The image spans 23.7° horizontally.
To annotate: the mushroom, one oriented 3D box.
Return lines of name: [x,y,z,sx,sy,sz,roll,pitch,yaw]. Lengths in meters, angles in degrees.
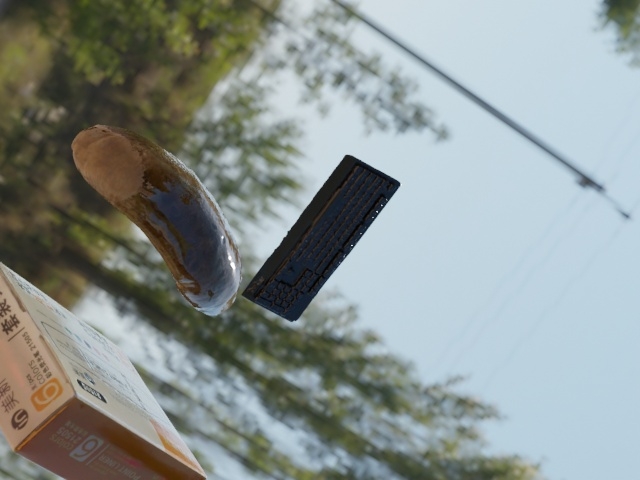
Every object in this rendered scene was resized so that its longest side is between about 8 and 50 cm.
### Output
mushroom: [-0.117,-0.013,1.254,0.072,0.210,0.094,-35,-152,4]

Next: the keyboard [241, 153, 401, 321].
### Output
keyboard: [0.001,0.001,1.588,0.196,0.074,0.015,-52,-148,18]

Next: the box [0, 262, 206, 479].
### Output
box: [-0.257,0.162,1.593,0.091,0.274,0.221,-41,-125,2]
